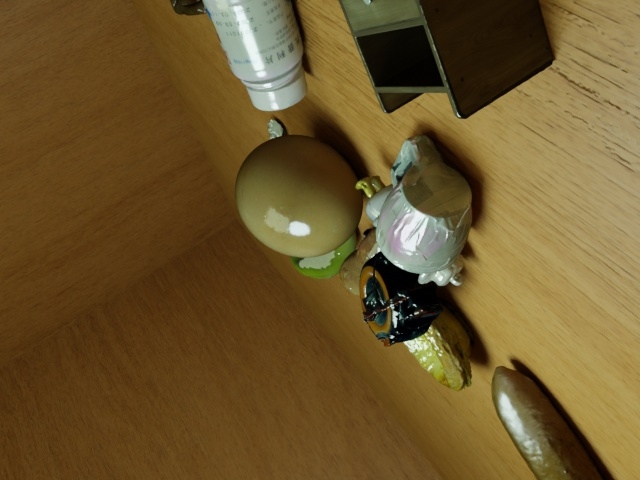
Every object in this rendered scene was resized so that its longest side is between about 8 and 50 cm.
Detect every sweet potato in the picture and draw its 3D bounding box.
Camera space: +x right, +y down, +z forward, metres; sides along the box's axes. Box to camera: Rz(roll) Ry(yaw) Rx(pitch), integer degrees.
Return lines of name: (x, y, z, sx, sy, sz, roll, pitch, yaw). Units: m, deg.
sweet potato: (0.152, 0.039, 1.360, 0.131, 0.131, 0.336, 54, 153, 10)

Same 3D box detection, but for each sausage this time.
sausage: (0.517, 0.487, 1.150, 0.501, 0.123, 0.136, 56, -163, 1)

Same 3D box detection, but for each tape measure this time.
tape measure: (0.166, 0.124, 1.211, 0.223, 0.135, 0.202, 114, 143, -52)

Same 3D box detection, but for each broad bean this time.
broad bean: (-0.001, 0.000, 1.692, 0.238, 0.119, 0.291, 52, 136, 18)

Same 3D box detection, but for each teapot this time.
teapot: (0.197, -0.070, 0.969, 0.163, 0.221, 0.178, 15, 148, 4)

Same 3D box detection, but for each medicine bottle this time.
medicine bottle: (-0.128, -0.430, 1.151, 0.170, 0.170, 0.293, 46, 162, 40)

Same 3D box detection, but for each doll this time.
doll: (0.185, -0.020, 1.111, 0.293, 0.138, 0.119, 49, 133, 19)

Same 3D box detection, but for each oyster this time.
oyster: (-0.127, -0.316, 1.724, 0.146, 0.045, 0.121, 64, 171, 0)

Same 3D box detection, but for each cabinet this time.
cabinet: (0.128, -0.270, 0.637, 0.215, 0.148, 0.175, 63, 166, -24)

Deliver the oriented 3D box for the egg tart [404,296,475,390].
egg tart: (0.292, 0.237, 1.369, 0.294, 0.123, 0.294, 55, 170, 16)

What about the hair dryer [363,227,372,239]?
hair dryer: (0.181, 0.037, 1.481, 0.154, 0.054, 0.106, 31, 148, 41)

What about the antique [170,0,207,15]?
antique: (-0.337, -0.678, 1.442, 0.257, 0.121, 0.143, 36, 149, 56)

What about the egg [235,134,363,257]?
egg: (-0.051, -0.109, 1.373, 0.374, 0.301, 0.301, 35, 156, 43)
